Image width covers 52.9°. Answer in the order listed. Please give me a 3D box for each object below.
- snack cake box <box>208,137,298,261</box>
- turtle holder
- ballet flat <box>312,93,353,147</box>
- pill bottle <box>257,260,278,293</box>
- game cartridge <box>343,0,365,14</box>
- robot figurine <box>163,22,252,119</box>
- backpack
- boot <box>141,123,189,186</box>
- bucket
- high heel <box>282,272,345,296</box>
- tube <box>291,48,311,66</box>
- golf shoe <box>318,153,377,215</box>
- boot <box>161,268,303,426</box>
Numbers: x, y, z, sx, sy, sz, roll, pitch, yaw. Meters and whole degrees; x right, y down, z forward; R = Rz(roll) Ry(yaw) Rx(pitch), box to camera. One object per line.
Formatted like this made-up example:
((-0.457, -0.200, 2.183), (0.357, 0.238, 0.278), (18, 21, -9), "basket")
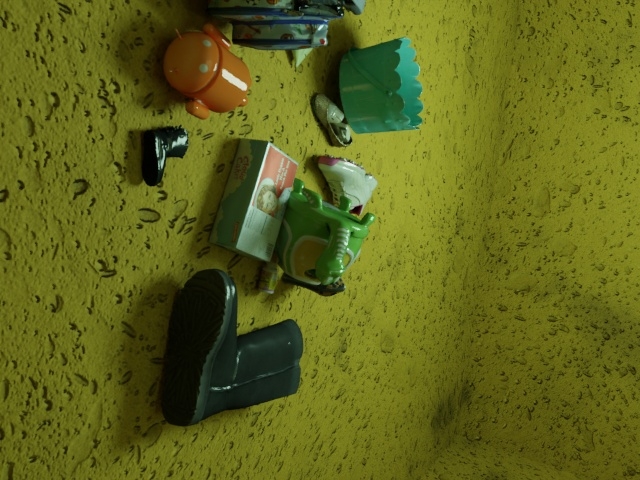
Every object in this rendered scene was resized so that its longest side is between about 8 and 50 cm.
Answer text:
((-0.157, -0.095, 1.551), (0.152, 0.089, 0.264), (29, 75, -58), "snack cake box")
((0.009, 0.000, 1.654), (0.243, 0.320, 0.227), (13, 105, -48), "turtle holder")
((0.044, -0.340, 1.830), (0.073, 0.067, 0.206), (-64, 147, -19), "ballet flat")
((-0.138, 0.096, 1.702), (0.043, 0.043, 0.083), (14, 88, -61), "pill bottle")
((0.065, -0.768, 1.723), (0.297, 0.062, 0.198), (24, 84, -60), "game cartridge")
((-0.228, -0.335, 1.298), (0.158, 0.128, 0.219), (-45, 153, 13), "robot figurine")
((-0.106, -0.498, 1.327), (0.264, 0.276, 0.213), (1, 100, -27), "backpack")
((-0.312, -0.174, 1.302), (0.099, 0.045, 0.121), (-23, 119, -59), "boot")
((0.178, -0.437, 1.851), (0.281, 0.183, 0.281), (-4, 90, -69), "bucket")
((0.038, 0.078, 1.853), (0.261, 0.186, 0.093), (-39, 133, -48), "high heel")
((-0.067, -0.548, 1.578), (0.240, 0.070, 0.062), (68, 0, -50), "tube")
((0.077, -0.161, 1.914), (0.306, 0.115, 0.140), (25, 82, -59), "golf shoe")
((-0.173, 0.244, 1.588), (0.445, 0.146, 0.366), (5, 105, -58), "boot")
